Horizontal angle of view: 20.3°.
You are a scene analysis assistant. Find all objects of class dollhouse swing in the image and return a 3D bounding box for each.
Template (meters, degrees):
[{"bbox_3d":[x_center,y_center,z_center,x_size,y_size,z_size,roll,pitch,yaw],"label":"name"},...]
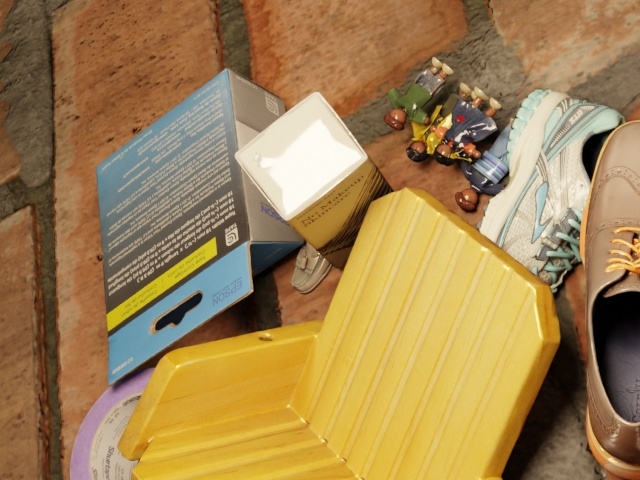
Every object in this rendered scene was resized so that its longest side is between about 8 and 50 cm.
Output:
[{"bbox_3d":[0.012,0.145,1.751,0.347,0.315,0.305,42,132,46],"label":"dollhouse swing"}]

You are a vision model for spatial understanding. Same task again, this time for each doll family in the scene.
[{"bbox_3d":[0.148,-0.113,1.975,0.111,0.076,0.193,-48,47,-2],"label":"doll family"}]

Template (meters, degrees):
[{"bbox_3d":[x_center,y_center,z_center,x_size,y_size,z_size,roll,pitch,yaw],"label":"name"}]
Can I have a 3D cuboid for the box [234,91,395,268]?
[{"bbox_3d":[0.007,-0.058,1.895,0.113,0.275,0.094,-38,74,4],"label":"box"}]

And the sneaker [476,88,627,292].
[{"bbox_3d":[0.237,-0.022,1.823,0.122,0.110,0.283,8,75,28],"label":"sneaker"}]

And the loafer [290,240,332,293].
[{"bbox_3d":[0.000,0.000,2.050,0.045,0.039,0.125,30,85,47],"label":"loafer"}]

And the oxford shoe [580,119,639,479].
[{"bbox_3d":[0.308,0.034,1.684,0.130,0.133,0.364,-2,65,11],"label":"oxford shoe"}]

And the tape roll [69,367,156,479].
[{"bbox_3d":[-0.189,0.245,2.028,0.189,0.080,0.189,-20,54,29],"label":"tape roll"}]

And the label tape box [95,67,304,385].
[{"bbox_3d":[-0.143,-0.002,2.106,0.240,0.106,0.334,-34,46,30],"label":"label tape box"}]
